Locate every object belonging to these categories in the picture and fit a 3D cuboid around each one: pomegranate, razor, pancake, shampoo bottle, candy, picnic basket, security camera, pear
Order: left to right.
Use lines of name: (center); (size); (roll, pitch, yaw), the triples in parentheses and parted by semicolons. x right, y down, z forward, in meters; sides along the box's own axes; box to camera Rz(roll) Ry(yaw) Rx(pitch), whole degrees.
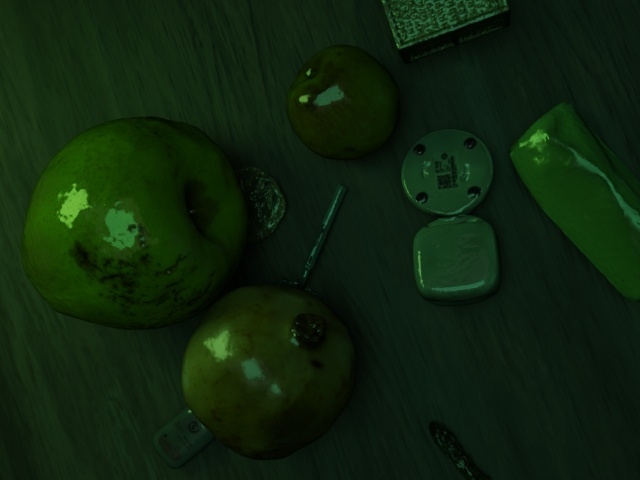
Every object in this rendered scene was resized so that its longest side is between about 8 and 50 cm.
pear: (-0.321, -0.023, 1.521); (0.391, 0.391, 0.391); (0, 89, 13)
shampoo bottle: (-0.229, 0.340, 1.645); (0.165, 0.040, 0.080); (-41, 79, 10)
pancake: (-0.129, -0.066, 1.638); (0.139, 0.022, 0.139); (0, 89, 14)
pomegranate: (-0.087, 0.221, 1.504); (0.307, 0.307, 0.307); (0, 89, 13)
razor: (-0.001, -0.001, 1.602); (0.084, 0.036, 0.211); (23, 95, 10)
pear: (0.038, -0.232, 1.522); (0.200, 0.200, 0.200); (0, 89, 13)
picnic basket: (0.202, -0.409, 1.513); (0.196, 0.134, 0.154); (-18, 88, 12)
security camera: (0.224, -0.040, 1.533); (0.157, 0.080, 0.301); (-7, 77, 15)
candy: (0.454, -0.060, 1.458); (0.343, 0.132, 0.142); (52, 142, 11)

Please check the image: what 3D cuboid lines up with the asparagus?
asparagus: (0.241, 0.376, 1.541); (0.036, 0.030, 0.165); (-42, 80, 19)
